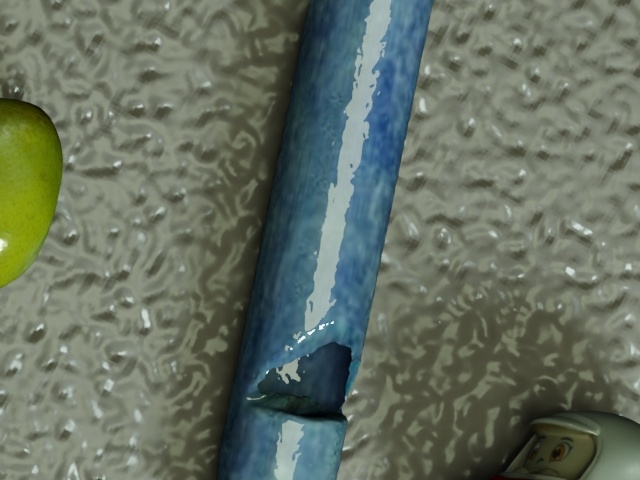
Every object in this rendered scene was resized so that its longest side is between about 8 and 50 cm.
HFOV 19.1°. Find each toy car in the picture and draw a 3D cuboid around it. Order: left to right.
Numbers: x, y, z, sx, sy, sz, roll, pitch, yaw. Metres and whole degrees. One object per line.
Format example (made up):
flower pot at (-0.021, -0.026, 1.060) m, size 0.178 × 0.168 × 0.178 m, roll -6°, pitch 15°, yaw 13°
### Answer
toy car at (0.134, 0.141, 0.930) m, size 0.139 × 0.112 × 0.112 m, roll 30°, pitch 71°, yaw -25°

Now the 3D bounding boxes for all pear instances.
pear at (-0.156, -0.022, 0.841) m, size 0.097 × 0.092 × 0.092 m, roll -33°, pitch 103°, yaw -26°

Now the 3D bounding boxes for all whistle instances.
whistle at (0.000, 0.000, 0.895) m, size 0.062 × 0.062 × 0.304 m, roll 11°, pitch 93°, yaw -16°
